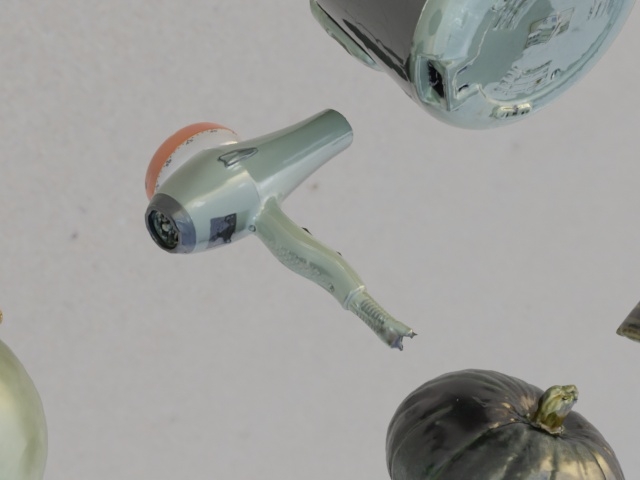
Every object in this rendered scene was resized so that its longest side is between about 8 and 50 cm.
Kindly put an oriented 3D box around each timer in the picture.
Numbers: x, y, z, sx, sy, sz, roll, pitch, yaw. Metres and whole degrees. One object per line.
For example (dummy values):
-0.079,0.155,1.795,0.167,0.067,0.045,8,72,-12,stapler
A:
-0.151,-0.084,1.872,0.136,0.136,0.099,-43,127,-14,timer

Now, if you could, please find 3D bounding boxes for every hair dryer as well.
0.004,-0.026,1.440,0.229,0.267,0.092,-54,165,-44,hair dryer

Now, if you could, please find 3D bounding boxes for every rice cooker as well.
0.133,-0.271,1.503,0.288,0.277,0.288,-28,144,-22,rice cooker

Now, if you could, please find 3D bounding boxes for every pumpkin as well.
0.181,0.224,1.517,0.250,0.250,0.216,1,120,-57,pumpkin

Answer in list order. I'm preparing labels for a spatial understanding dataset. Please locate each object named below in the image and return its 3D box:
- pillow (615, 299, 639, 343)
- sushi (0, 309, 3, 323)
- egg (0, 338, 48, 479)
0.376,0.028,1.526,0.203,0.113,0.038,-47,114,-6,pillow
-0.457,0.096,2.049,0.050,0.290,0.264,27,113,-25,sushi
-0.369,0.152,1.119,0.352,0.258,0.258,-8,139,-13,egg
